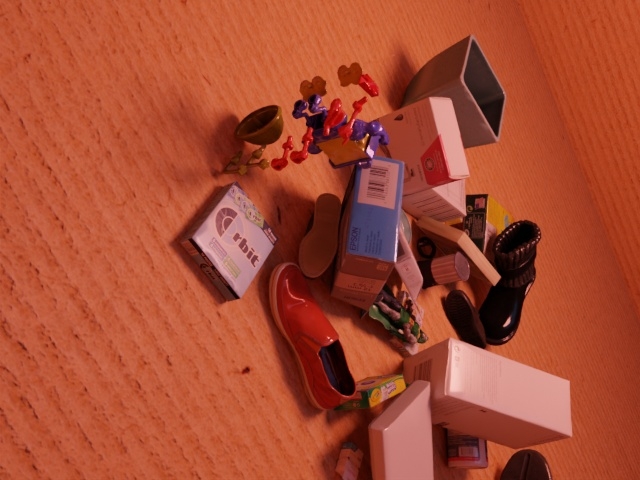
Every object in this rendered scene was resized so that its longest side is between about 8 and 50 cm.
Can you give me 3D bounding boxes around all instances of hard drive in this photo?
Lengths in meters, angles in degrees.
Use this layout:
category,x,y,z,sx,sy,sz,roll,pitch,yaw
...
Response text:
category,x,y,z,sx,sy,sz,roll,pitch,yaw
hard drive,0.189,0.525,1.487,0.233,0.047,0.353,-26,116,-53

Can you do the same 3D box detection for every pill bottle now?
category,x,y,z,sx,sy,sz,roll,pitch,yaw
pill bottle,0.396,0.524,1.796,0.108,0.108,0.180,28,56,-45

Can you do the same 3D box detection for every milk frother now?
category,x,y,z,sx,sy,sz,roll,pitch,yaw
milk frother,0.344,0.052,1.878,0.129,0.134,0.143,-21,94,-55

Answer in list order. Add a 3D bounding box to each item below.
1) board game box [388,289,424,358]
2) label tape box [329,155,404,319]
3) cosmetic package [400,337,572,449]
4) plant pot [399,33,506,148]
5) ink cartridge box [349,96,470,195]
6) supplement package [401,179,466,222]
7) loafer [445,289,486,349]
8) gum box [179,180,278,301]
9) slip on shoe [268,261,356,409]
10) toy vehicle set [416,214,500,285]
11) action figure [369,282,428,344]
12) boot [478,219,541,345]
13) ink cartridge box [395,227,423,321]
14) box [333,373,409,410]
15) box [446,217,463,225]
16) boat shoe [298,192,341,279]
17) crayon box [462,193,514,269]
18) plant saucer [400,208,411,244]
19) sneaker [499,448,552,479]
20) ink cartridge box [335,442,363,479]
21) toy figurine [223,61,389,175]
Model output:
category,x,y,z,sx,sy,sz,roll,pitch,yaw
board game box,0.229,0.224,1.754,0.103,0.026,0.154,45,45,-34
label tape box,0.092,0.003,1.511,0.115,0.348,0.249,11,63,-5
cosmetic package,0.416,0.396,1.671,0.385,0.217,0.156,22,57,-16
plant pot,0.391,-0.423,2.020,0.247,0.252,0.248,49,43,-30
ink cartridge box,0.212,-0.219,1.682,0.117,0.283,0.207,-11,86,-50
supplement package,0.303,-0.157,1.902,0.244,0.133,0.139,31,54,-43
loafer,0.439,0.233,1.998,0.220,0.080,0.078,64,27,-22
gum box,-0.173,0.000,1.293,0.157,0.041,0.184,55,41,-24
slip on shoe,-0.012,0.196,1.385,0.123,0.101,0.331,-26,97,-52
toy vehicle set,0.406,0.031,1.939,0.035,0.166,0.267,-54,132,-7
action figure,0.202,0.193,1.663,0.232,0.063,0.137,45,42,-33
boot,0.580,0.129,2.053,0.348,0.131,0.260,-61,154,-27
ink cartridge box,0.221,0.064,1.679,0.232,0.066,0.189,54,13,-38
box,0.116,0.339,1.496,0.179,0.105,0.043,-4,81,-54
box,0.386,-0.167,2.081,0.232,0.058,0.087,58,39,-20
boat shoe,0.000,0.000,1.492,0.081,0.069,0.228,16,56,0
crayon box,0.560,-0.015,2.185,0.318,0.081,0.202,24,70,-55
plant saucer,0.213,-0.036,1.834,0.119,0.021,0.119,24,58,-46
sneaker,0.634,0.860,1.975,0.257,0.169,0.448,31,62,-54
ink cartridge box,0.061,0.487,1.431,0.048,0.028,0.083,50,42,-29
toy figurine,0.008,-0.181,1.331,0.217,0.362,0.191,33,58,-39
